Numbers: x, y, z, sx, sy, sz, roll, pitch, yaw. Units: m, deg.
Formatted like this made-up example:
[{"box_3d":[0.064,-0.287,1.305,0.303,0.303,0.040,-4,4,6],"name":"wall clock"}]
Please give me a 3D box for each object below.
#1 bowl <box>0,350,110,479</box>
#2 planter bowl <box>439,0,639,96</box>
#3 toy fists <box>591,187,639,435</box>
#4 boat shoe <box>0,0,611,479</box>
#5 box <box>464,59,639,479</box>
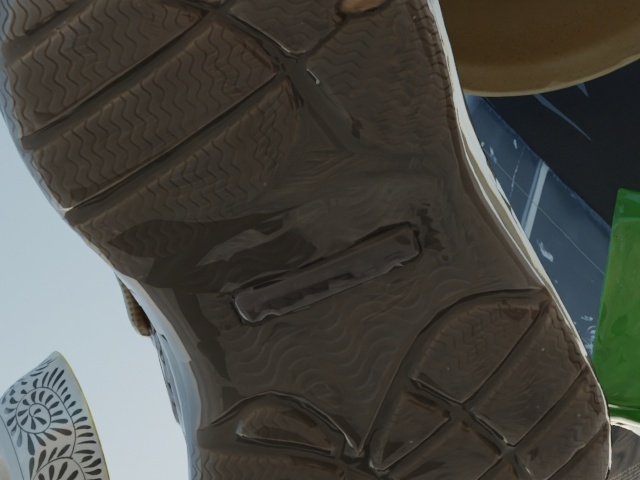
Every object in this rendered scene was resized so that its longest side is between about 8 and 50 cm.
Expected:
[{"box_3d":[-0.231,0.182,1.554,0.080,0.170,0.170,-15,-47,-20],"name":"bowl"},{"box_3d":[0.103,-0.158,0.902,0.162,0.109,0.162,-12,-27,-6],"name":"planter bowl"},{"box_3d":[0.183,0.111,0.835,0.096,0.142,0.279,46,-126,-77],"name":"toy fists"},{"box_3d":[0.000,0.000,0.516,0.123,0.116,0.324,-17,-46,-2],"name":"boat shoe"},{"box_3d":[0.128,-0.042,1.162,0.179,0.343,0.312,-29,-30,-23],"name":"box"}]
